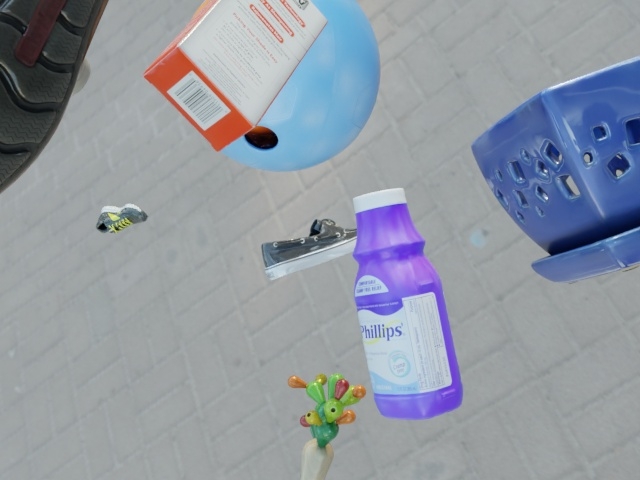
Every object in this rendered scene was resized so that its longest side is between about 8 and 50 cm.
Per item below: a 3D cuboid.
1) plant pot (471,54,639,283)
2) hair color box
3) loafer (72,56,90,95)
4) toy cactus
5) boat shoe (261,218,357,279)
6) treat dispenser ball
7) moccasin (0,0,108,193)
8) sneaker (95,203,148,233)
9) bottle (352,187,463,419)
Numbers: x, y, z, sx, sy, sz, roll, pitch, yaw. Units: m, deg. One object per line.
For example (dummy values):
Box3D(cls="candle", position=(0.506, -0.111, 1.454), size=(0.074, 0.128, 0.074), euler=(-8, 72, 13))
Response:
Box3D(cls="plant pot", position=(0.345, -0.079, 0.985), size=(0.236, 0.236, 0.212), euler=(-19, 84, -12))
Box3D(cls="hair color box", position=(-0.053, -0.133, 0.579), size=(0.043, 0.072, 0.141), euler=(-26, 25, 42))
Box3D(cls="loafer", position=(-0.350, -0.244, 1.109), size=(0.319, 0.112, 0.112), euler=(11, 75, 62))
Box3D(cls="toy cactus", position=(-0.003, 0.293, 1.332), size=(0.219, 0.112, 0.180), euler=(146, 140, -71))
Box3D(cls="boat shoe", position=(0.000, 0.000, 1.454), size=(0.080, 0.229, 0.076), euler=(-22, 87, 67))
Box3D(cls="treat dispenser ball", position=(-0.057, -0.243, 1.214), size=(0.288, 0.288, 0.288), euler=(-17, 58, 29))
Box3D(cls="moccasin", position=(-0.277, -0.173, 0.702), size=(0.147, 0.139, 0.379), euler=(5, 72, 48))
Box3D(cls="sneaker", position=(-0.251, -0.024, 1.076), size=(0.083, 0.031, 0.035), euler=(-3, 53, 39))
Box3D(cls="bottle", position=(0.099, 0.078, 1.062), size=(0.118, 0.092, 0.282), euler=(-13, 88, 55))
